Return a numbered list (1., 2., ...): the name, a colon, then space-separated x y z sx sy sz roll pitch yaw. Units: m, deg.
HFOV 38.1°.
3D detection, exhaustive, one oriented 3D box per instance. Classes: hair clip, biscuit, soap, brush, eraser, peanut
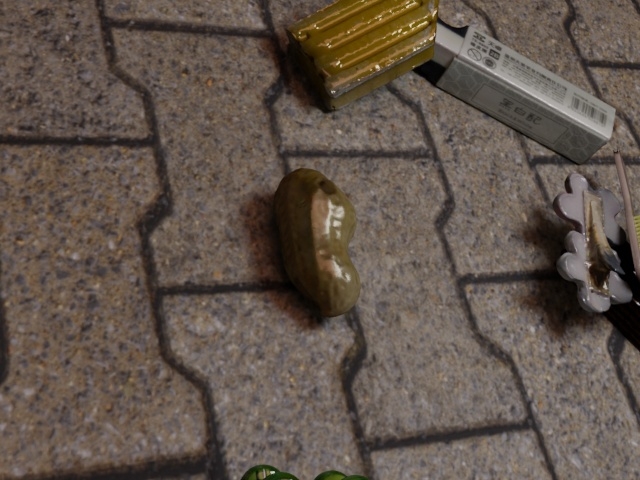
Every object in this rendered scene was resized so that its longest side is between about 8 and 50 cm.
1. hair clip: 0.442 0.000 1.498 0.146 0.075 0.257 18 46 -15
2. biscuit: 0.513 0.075 1.564 0.252 0.070 0.106 46 51 9
3. soap: 0.088 -0.347 1.584 0.257 0.080 0.160 -29 72 -11
4. brush: 0.543 -0.044 1.563 0.067 0.072 0.313 -13 45 18
5. eraser: 0.345 -0.285 1.714 0.403 0.096 0.098 28 52 -5
6. peanut: 0.000 0.000 1.351 0.120 0.110 0.237 4 57 -39

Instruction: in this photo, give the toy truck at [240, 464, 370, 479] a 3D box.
1. toy truck: -0.030 0.360 1.083 0.187 0.148 0.211 25 76 -11
